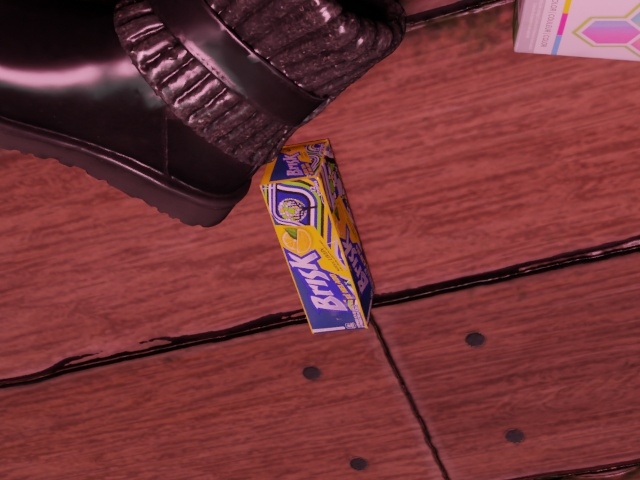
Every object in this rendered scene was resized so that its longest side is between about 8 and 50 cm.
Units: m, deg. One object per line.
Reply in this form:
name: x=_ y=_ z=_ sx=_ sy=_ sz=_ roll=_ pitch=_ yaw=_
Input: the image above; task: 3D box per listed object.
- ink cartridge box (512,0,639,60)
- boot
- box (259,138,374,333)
ink cartridge box: x=0.247 y=-0.176 z=0.912 sx=0.209 sy=0.062 sz=0.109 roll=5 pitch=163 yaw=4
boot: x=-0.138 y=-0.172 z=0.956 sx=0.348 sy=0.131 sz=0.260 roll=23 pitch=135 yaw=-23
box: x=0.000 y=0.000 z=1.118 sx=0.054 sy=0.059 sz=0.169 roll=-7 pitch=126 yaw=17
